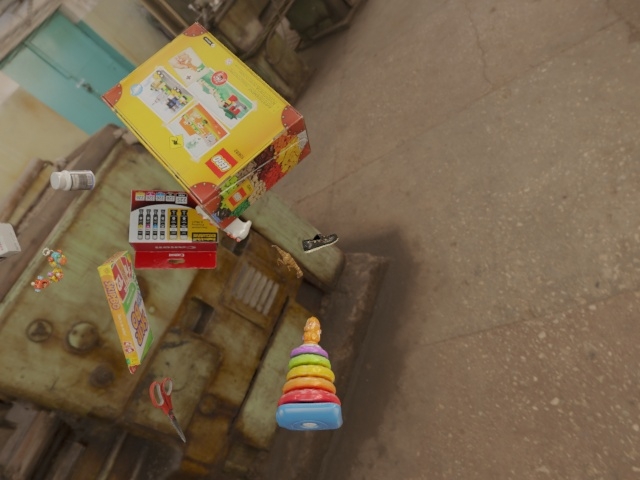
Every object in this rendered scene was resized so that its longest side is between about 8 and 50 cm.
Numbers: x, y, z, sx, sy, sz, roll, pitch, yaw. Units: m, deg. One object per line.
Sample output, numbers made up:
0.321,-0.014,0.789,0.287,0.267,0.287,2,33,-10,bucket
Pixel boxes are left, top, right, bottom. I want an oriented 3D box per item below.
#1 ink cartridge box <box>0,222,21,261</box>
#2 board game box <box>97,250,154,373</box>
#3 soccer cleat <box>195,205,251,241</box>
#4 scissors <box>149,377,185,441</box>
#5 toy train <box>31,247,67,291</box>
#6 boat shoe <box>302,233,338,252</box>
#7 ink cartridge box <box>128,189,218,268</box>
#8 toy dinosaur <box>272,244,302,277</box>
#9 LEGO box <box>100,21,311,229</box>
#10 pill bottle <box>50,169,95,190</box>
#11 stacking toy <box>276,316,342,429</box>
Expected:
-1.278,0.022,1.698,0.174,0.128,0.072,-25,-4,2,ink cartridge box
-0.440,0.163,1.012,0.039,0.260,0.124,-8,15,-5,board game box
-0.301,-0.068,1.367,0.196,0.068,0.076,29,81,18,soccer cleat
-0.599,0.682,1.724,0.021,0.298,0.109,-6,8,25,scissors
-1.031,0.116,1.688,0.046,0.125,0.167,13,88,10,toy train
0.001,0.000,1.381,0.132,0.042,0.048,-20,14,-31,boat shoe
-0.539,-0.038,1.644,0.130,0.308,0.272,129,138,-69,ink cartridge box
-0.143,0.065,1.791,0.112,0.211,0.064,5,54,54,toy dinosaur
-0.333,-0.347,1.316,0.372,0.193,0.500,-42,73,-8,LEGO box
-0.954,-0.232,1.696,0.078,0.137,0.078,6,100,33,pill bottle
-0.028,0.344,1.191,0.165,0.175,0.302,-2,54,4,stacking toy
